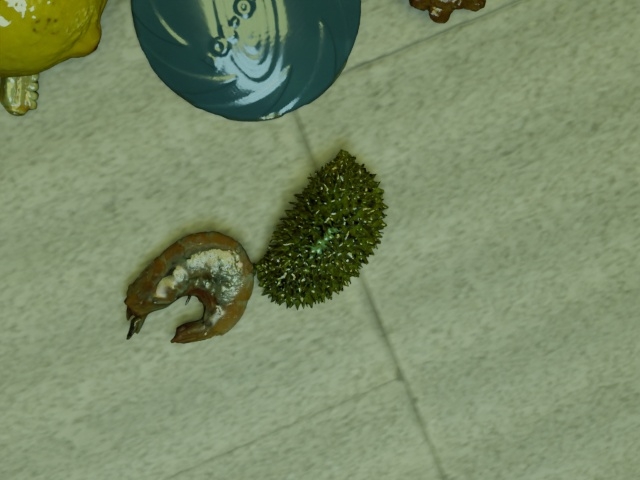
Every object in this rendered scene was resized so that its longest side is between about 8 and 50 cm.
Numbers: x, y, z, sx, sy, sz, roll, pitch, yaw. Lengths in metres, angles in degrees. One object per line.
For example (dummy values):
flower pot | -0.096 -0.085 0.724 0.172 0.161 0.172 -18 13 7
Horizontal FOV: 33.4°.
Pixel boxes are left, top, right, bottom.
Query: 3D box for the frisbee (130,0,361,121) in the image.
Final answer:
frisbee | -0.089 -0.292 1.321 0.290 0.049 0.289 -1 99 -7

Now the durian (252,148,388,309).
durian | 0.003 0.005 1.357 0.137 0.095 0.220 38 103 -6

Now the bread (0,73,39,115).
bread | -0.367 -0.197 1.308 0.049 0.034 0.087 1 103 -22

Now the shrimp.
shrimp | -0.169 0.071 1.355 0.187 0.051 0.132 -34 88 7

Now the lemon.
lemon | -0.368 -0.312 1.182 0.261 0.260 0.284 -34 120 -1

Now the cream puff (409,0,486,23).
cream puff | 0.159 -0.330 1.330 0.122 0.094 0.115 -10 97 18
